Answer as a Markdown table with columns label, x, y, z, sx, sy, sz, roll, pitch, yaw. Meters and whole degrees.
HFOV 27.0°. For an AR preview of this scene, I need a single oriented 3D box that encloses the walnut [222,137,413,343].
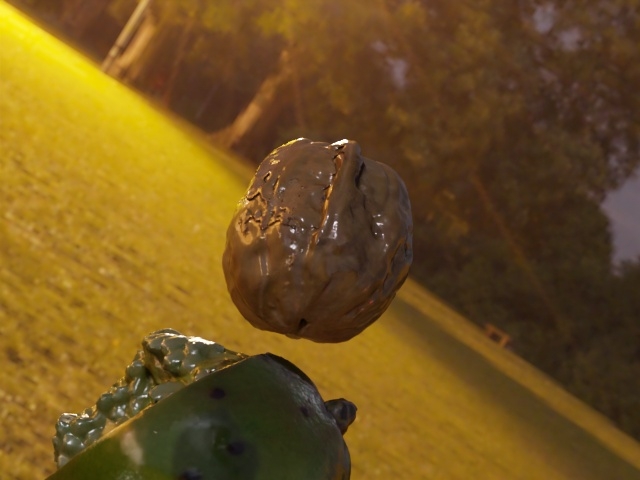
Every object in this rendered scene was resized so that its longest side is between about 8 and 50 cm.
| label | x | y | z | sx | sy | sz | roll | pitch | yaw |
| --- | --- | --- | --- | --- | --- | --- | --- | --- | --- |
| walnut | 0.000 | 0.000 | 1.381 | 0.198 | 0.198 | 0.245 | 31 | 44 | -18 |

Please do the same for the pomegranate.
| label | x | y | z | sx | sy | sz | roll | pitch | yaw |
| --- | --- | --- | --- | --- | --- | --- | --- | --- | --- |
| pomegranate | -0.122 | 0.223 | 1.085 | 0.260 | 0.340 | 0.260 | 48 | -1 | 1 |
